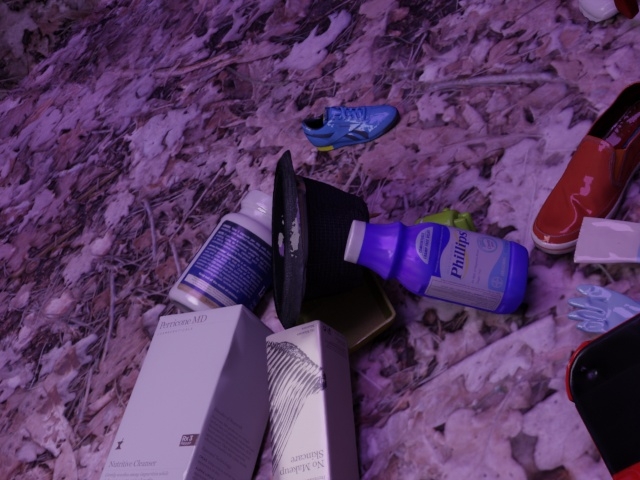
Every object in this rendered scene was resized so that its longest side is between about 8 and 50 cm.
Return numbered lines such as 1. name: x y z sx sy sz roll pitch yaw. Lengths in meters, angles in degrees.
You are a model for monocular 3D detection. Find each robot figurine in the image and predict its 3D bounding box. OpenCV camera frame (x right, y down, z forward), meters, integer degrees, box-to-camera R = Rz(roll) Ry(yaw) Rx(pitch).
1. robot figurine: 0.208 -0.014 1.688 0.115 0.067 0.101 -14 20 31

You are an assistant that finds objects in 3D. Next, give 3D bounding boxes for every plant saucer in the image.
1. plant saucer: 0.037 0.136 1.715 0.188 0.045 0.188 -37 40 9

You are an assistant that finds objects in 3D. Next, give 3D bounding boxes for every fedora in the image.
1. fedora: 0.000 0.000 1.680 0.152 0.334 0.334 1 46 -7

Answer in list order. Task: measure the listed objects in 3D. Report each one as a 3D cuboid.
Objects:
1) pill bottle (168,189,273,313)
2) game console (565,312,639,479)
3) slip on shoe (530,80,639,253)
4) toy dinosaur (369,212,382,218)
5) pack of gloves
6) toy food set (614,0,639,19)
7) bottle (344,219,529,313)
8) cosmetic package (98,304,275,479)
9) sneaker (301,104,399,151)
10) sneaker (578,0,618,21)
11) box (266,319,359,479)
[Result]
1. pill bottle: -0.159 0.042 1.876 0.153 0.153 0.265 18 69 47
2. game console: 0.510 0.199 1.149 0.386 0.060 0.342 -36 63 24
3. slip on shoe: 0.443 -0.120 1.561 0.331 0.101 0.123 -50 42 -6
4. toy dinosaur: 0.026 -0.011 1.856 0.211 0.064 0.112 -44 57 14
5. pack of gloves: 0.483 0.063 1.425 0.232 0.046 0.195 4 59 29
6. toy food set: 0.555 -0.466 1.714 0.111 0.104 0.232 -44 62 8
7. bottle: 0.180 0.032 1.532 0.282 0.092 0.118 14 58 -2
8. cosmetic package: -0.219 0.316 1.682 0.217 0.156 0.385 -13 49 34
9. sneaker: 0.057 -0.244 2.007 0.209 0.082 0.069 -13 46 30
10. sneaker: 0.512 -0.509 1.852 0.090 0.095 0.235 -24 46 19
11. box: -0.014 0.276 1.555 0.113 0.094 0.275 -21 56 24
